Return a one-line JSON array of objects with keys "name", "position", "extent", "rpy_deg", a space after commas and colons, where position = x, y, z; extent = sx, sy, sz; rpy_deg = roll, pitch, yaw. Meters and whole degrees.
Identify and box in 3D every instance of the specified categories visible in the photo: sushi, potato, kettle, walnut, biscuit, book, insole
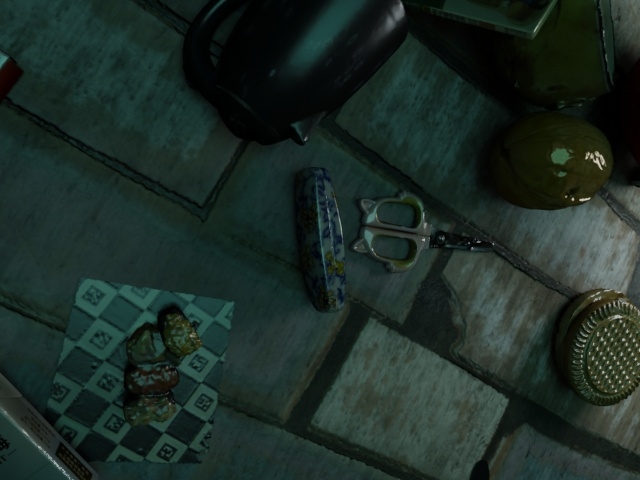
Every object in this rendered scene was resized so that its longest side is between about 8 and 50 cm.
[{"name": "sushi", "position": [-0.276, 0.222, 0.778], "extent": [0.264, 0.050, 0.289], "rpy_deg": [13, 91, -21]}, {"name": "potato", "position": [0.435, -0.388, 0.930], "extent": [0.299, 0.196, 0.246], "rpy_deg": [-59, 133, -38]}, {"name": "kettle", "position": [-0.062, -0.291, 0.756], "extent": [0.268, 0.207, 0.290], "rpy_deg": [41, 89, 10]}, {"name": "walnut", "position": [0.432, -0.144, 0.942], "extent": [0.226, 0.193, 0.192], "rpy_deg": [15, 89, -28]}, {"name": "biscuit", "position": [0.631, 0.236, 1.111], "extent": [0.260, 0.079, 0.258], "rpy_deg": [-2, 96, -19]}, {"name": "book", "position": [0.280, -0.456, 0.844], "extent": [0.201, 0.264, 0.027], "rpy_deg": [-58, 154, -6]}, {"name": "insole", "position": [0.341, 0.543, 1.068], "extent": [0.053, 0.002, 0.152], "rpy_deg": [-4, 96, -21]}]

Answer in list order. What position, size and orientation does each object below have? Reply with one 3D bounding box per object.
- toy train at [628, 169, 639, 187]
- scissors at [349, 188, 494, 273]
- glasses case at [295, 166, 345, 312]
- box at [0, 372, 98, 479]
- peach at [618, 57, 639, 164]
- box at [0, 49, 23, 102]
[{"name": "toy train", "position": [0.799, -0.169, 1.156], "extent": [0.208, 0.043, 0.047], "rpy_deg": [-26, 108, -17]}, {"name": "scissors", "position": [0.208, -0.008, 0.955], "extent": [0.318, 0.024, 0.160], "rpy_deg": [8, 92, -22]}, {"name": "glasses case", "position": [0.000, 0.000, 0.843], "extent": [0.065, 0.087, 0.247], "rpy_deg": [-8, 98, -24]}, {"name": "box", "position": [-0.457, 0.313, 0.699], "extent": [0.155, 0.067, 0.242], "rpy_deg": [-34, 106, -8]}, {"name": "peach", "position": [0.792, -0.266, 0.961], "extent": [0.389, 0.388, 0.387], "rpy_deg": [-2, 96, -21]}, {"name": "box", "position": [-0.527, -0.252, 0.639], "extent": [0.229, 0.050, 0.122], "rpy_deg": [34, 84, -21]}]
